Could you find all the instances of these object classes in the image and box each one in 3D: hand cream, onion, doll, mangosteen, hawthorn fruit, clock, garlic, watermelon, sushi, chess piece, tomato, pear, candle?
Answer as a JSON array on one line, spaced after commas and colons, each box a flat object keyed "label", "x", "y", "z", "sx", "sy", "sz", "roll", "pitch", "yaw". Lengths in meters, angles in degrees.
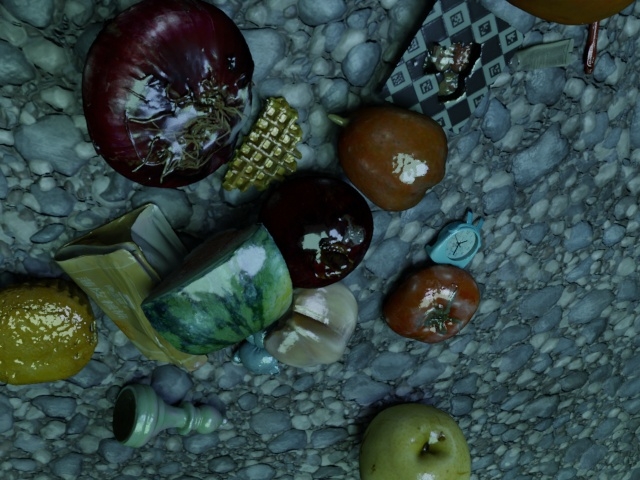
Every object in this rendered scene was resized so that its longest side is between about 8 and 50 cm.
[{"label": "hand cream", "x": 0.449, "y": -0.375, "z": 1.249, "sx": 0.165, "sy": 0.037, "sz": 0.057, "roll": -14, "pitch": 124, "yaw": -19}, {"label": "onion", "x": -0.243, "y": -0.242, "z": 0.982, "sx": 0.314, "sy": 0.232, "sz": 0.313, "roll": -37, "pitch": 146, "yaw": -30}, {"label": "doll", "x": -0.130, "y": 0.222, "z": 1.408, "sx": 0.120, "sy": 0.075, "sz": 0.179, "roll": 17, "pitch": 97, "yaw": 14}, {"label": "mangosteen", "x": 0.000, "y": 0.000, "z": 1.186, "sx": 0.236, "sy": 0.261, "sz": 0.235, "roll": -9, "pitch": 121, "yaw": -15}, {"label": "hawthorn fruit", "x": 0.117, "y": -0.176, "z": 1.174, "sx": 0.251, "sy": 0.199, "sz": 0.199, "roll": 29, "pitch": 109, "yaw": -15}, {"label": "clock", "x": 0.325, "y": -0.002, "z": 1.427, "sx": 0.108, "sy": 0.045, "sz": 0.147, "roll": 28, "pitch": 108, "yaw": -32}, {"label": "garlic", "x": 0.006, "y": 0.192, "z": 1.373, "sx": 0.228, "sy": 0.110, "sz": 0.217, "roll": 29, "pitch": 83, "yaw": -43}, {"label": "watermelon", "x": -0.200, "y": 0.085, "z": 1.164, "sx": 0.262, "sy": 0.201, "sz": 0.212, "roll": -30, "pitch": 127, "yaw": -9}, {"label": "sushi", "x": 0.247, "y": -0.347, "z": 1.185, "sx": 0.220, "sy": 0.047, "sz": 0.231, "roll": 17, "pitch": 118, "yaw": -32}, {"label": "chess piece", "x": -0.334, "y": 0.415, "z": 1.432, "sx": 0.272, "sy": 0.139, "sz": 0.139, "roll": 19, "pitch": 114, "yaw": -40}, {"label": "tomato", "x": 0.270, "y": 0.167, "z": 1.459, "sx": 0.237, "sy": 0.095, "sz": 0.236, "roll": -7, "pitch": 135, "yaw": -7}, {"label": "pear", "x": 0.247, "y": 0.591, "z": 1.628, "sx": 0.310, "sy": 0.309, "sz": 0.309, "roll": -9, "pitch": 123, "yaw": -14}, {"label": "candle", "x": 0.562, "y": -0.424, "z": 1.256, "sx": 0.026, "sy": 0.021, "sz": 0.167, "roll": -14, "pitch": 125, "yaw": -11}]

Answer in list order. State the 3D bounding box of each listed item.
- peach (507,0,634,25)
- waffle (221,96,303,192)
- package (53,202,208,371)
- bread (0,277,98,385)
[{"label": "peach", "x": 0.406, "y": -0.527, "z": 0.966, "sx": 0.302, "sy": 0.342, "sz": 0.342, "roll": 24, "pitch": 112, "yaw": -5}, {"label": "waffle", "x": -0.112, "y": -0.181, "z": 1.166, "sx": 0.161, "sy": 0.046, "sz": 0.191, "roll": -8, "pitch": 122, "yaw": -15}, {"label": "package", "x": -0.339, "y": 0.117, "z": 1.205, "sx": 0.221, "sy": 0.165, "sz": 0.311, "roll": -27, "pitch": 125, "yaw": -1}, {"label": "bread", "x": -0.553, "y": 0.171, "z": 1.181, "sx": 0.240, "sy": 0.139, "sz": 0.239, "roll": -9, "pitch": 123, "yaw": -14}]
